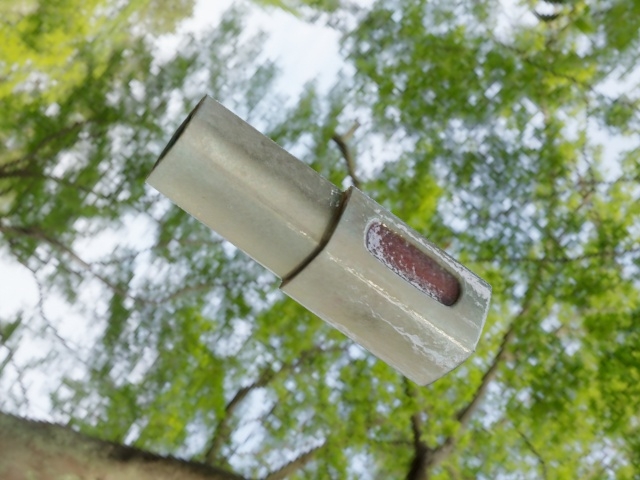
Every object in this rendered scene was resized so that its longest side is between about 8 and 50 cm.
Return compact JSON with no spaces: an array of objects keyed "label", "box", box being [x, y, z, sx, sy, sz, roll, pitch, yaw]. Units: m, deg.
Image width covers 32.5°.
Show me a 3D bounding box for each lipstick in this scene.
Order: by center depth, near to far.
[{"label":"lipstick","box":[0.000,0.000,0.780,0.077,0.253,0.079,-43,-164,46]}]
